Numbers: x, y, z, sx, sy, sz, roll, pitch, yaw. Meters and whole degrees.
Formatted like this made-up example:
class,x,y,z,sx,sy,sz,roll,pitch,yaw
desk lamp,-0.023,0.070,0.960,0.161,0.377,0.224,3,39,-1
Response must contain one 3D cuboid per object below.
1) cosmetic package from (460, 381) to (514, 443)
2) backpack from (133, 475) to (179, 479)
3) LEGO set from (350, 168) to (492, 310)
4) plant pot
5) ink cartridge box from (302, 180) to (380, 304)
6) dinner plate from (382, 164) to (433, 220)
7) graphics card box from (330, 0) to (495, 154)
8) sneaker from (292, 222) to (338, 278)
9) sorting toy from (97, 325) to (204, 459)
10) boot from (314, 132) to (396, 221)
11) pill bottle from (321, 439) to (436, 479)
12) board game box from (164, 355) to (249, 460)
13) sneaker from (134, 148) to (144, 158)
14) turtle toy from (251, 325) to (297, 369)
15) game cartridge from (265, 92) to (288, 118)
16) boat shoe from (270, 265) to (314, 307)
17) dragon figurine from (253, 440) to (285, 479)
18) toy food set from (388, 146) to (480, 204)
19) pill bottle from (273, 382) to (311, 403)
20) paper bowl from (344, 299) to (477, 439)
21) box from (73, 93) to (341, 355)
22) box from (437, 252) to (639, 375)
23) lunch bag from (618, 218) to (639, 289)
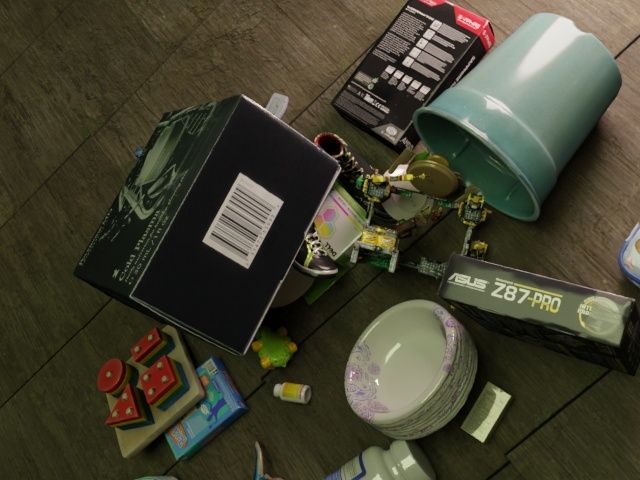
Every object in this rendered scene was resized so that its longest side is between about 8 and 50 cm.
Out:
class,x,y,z,sx,sy,sz,roll,pitch,yaw
cosmetic package,0.349,0.360,1.626,0.060,0.041,0.115,32,88,31
backpack,-0.397,0.648,1.826,0.165,0.144,0.189,-17,63,25
LEGO set,0.207,-0.020,1.674,0.331,0.192,0.255,22,92,8
plant pot,0.431,-0.276,1.657,0.341,0.341,0.334,39,84,30
ink cartridge box,0.000,0.000,1.882,0.255,0.097,0.189,-43,61,6
dinner plate,0.203,-0.110,1.816,0.141,0.017,0.141,3,79,-19
graphics card box,0.225,-0.414,1.917,0.232,0.094,0.371,37,90,30
sneaker,-0.041,-0.003,1.804,0.234,0.084,0.097,42,126,34
sorting toy,-0.442,0.357,1.934,0.255,0.089,0.257,-41,45,8
boot,0.088,-0.149,1.842,0.085,0.178,0.236,-45,59,6
pill bottle,0.101,0.527,1.624,0.272,0.152,0.152,-37,61,10
board game box,-0.298,0.412,1.911,0.210,0.047,0.160,-40,61,8
sneaker,-0.484,-0.213,2.208,0.144,0.053,0.059,33,91,31
turtle toy,-0.115,0.254,1.867,0.095,0.066,0.130,-28,58,-12
game cartridge,-0.121,-0.355,2.105,0.056,0.017,0.083,24,84,33
boat shoe,-0.156,0.116,1.899,0.324,0.117,0.097,-28,28,22
dragon figurine,-0.138,0.601,1.750,0.144,0.085,0.289,-37,63,10
toy food set,0.258,-0.149,1.763,0.192,0.132,0.039,29,61,-8
pill bottle,-0.066,0.356,1.822,0.083,0.043,0.043,3,74,26
paper bowl,0.201,0.278,1.629,0.284,0.148,0.284,-33,36,27
box,-0.274,-0.041,1.783,0.471,0.297,0.480,5,65,60
box,0.427,0.145,1.458,0.318,0.395,0.097,18,83,29
lunch bag,0.753,0.000,1.519,0.243,0.115,0.303,38,92,28
